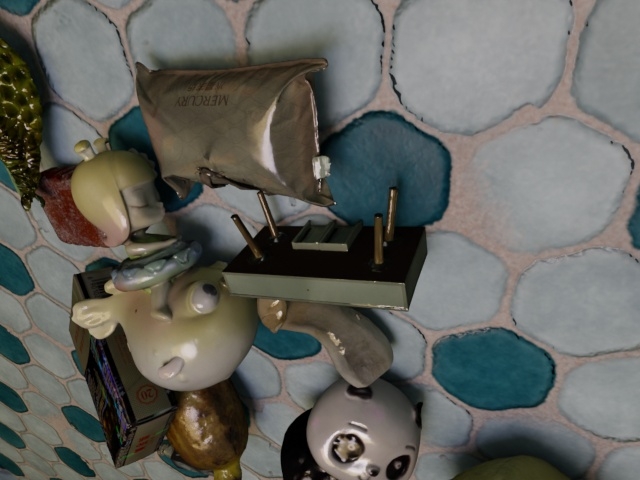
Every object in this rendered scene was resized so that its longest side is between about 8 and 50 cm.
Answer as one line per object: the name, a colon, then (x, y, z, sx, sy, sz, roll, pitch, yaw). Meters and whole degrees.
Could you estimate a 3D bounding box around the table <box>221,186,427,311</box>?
table: (0.000, 0.000, 0.563, 0.240, 0.121, 0.111, 1, 122, 24)

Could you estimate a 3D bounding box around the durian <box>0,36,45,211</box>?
durian: (-0.473, -0.224, 0.638, 0.132, 0.106, 0.375, 21, 132, 49)

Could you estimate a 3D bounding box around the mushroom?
mushroom: (0.009, 0.126, 0.645, 0.223, 0.081, 0.092, 37, 101, -20)

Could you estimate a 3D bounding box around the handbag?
handbag: (-0.105, -0.121, 0.532, 0.270, 0.117, 0.182, 8, 121, 26)

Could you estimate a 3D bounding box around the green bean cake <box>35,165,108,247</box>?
green bean cake: (-0.404, -0.058, 0.755, 0.135, 0.056, 0.135, 4, 124, 23)

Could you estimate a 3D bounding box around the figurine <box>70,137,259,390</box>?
figurine: (-0.266, 0.043, 0.665, 0.274, 0.226, 0.394, -21, 103, 6)

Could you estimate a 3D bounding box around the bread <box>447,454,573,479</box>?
bread: (0.300, 0.477, 0.629, 0.320, 0.320, 0.237, 37, 110, -2)

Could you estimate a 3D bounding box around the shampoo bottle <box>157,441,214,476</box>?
shampoo bottle: (-0.323, 0.544, 1.122, 0.207, 0.057, 0.063, 1, 129, 27)

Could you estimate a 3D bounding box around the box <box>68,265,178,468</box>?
box: (-0.374, 0.225, 0.820, 0.310, 0.084, 0.198, 55, 135, 26)

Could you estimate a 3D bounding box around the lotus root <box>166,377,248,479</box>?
lotus root: (-0.228, 0.338, 0.870, 0.169, 0.141, 0.314, -21, 94, 44)

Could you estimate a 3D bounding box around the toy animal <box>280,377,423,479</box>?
toy animal: (0.053, 0.322, 0.724, 0.187, 0.165, 0.235, 25, 131, -16)
